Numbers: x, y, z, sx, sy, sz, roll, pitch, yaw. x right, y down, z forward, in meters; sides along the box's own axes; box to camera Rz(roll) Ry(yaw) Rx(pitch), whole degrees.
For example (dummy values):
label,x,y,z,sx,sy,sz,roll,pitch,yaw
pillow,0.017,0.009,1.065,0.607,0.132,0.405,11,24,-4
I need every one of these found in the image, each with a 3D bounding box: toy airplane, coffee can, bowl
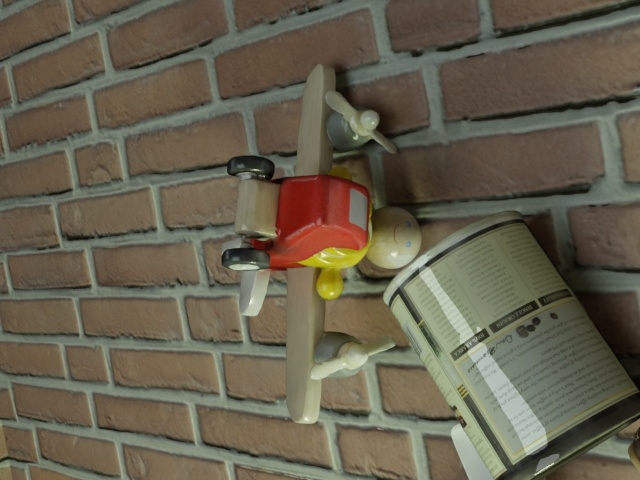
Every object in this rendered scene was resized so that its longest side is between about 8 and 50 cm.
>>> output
label,x,y,z,sx,sy,sz,roll,pitch,yaw
toy airplane,0.000,0.000,1.437,0.384,0.273,0.386,-96,10,-56
coffee can,0.228,0.132,1.228,0.201,0.202,0.275,-49,64,43
bowl,0.237,0.290,1.347,0.142,0.053,0.142,67,161,11

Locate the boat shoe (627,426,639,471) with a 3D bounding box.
label,x,y,z,sx,sy,sz,roll,pitch,yaw
boat shoe,0.429,0.276,1.142,0.207,0.073,0.073,45,132,30
